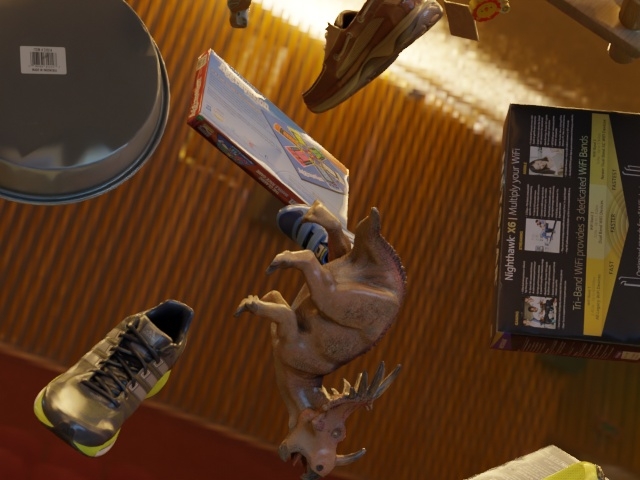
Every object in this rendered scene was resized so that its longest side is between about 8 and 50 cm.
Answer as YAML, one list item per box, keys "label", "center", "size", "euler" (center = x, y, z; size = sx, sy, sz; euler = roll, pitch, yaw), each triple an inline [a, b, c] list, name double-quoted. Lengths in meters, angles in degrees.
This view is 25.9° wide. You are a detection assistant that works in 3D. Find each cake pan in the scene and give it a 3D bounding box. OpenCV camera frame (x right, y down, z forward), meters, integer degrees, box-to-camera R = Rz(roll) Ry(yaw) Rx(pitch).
- label: "cake pan"
  center: [-0.307, -0.183, 1.538]
  size: [0.293, 0.293, 0.054]
  euler: [16, -25, -11]

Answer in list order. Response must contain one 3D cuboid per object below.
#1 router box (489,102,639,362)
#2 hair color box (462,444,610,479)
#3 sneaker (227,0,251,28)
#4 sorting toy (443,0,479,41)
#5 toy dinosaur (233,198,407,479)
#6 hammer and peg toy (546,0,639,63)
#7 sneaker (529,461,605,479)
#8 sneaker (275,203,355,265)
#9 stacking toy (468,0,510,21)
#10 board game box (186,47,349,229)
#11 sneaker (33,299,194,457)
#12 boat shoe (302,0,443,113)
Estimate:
- label: "router box"
  center: [0.342, -0.009, 1.728]
  size: [0.243, 0.308, 0.081]
  euler: [6, -19, 2]
- label: "hair color box"
  center: [0.183, 0.373, 1.625]
  size: [0.347, 0.174, 0.105]
  euler: [-12, 31, -43]
- label: "sneaker"
  center: [-0.105, -0.310, 1.790]
  size: [0.032, 0.037, 0.083]
  euler: [6, -28, -7]
- label: "sorting toy"
  center: [0.204, -0.331, 2.020]
  size: [0.062, 0.012, 0.083]
  euler: [26, -38, 46]
- label: "toy dinosaur"
  center: [0.024, 0.088, 1.461]
  size: [0.200, 0.127, 0.295]
  euler: [35, -65, -2]
- label: "hammer and peg toy"
  center: [0.383, -0.405, 1.699]
  size: [0.266, 0.361, 0.127]
  euler: [37, -22, 16]
- label: "sneaker"
  center: [0.158, 0.253, 1.246]
  size: [0.208, 0.081, 0.094]
  euler: [-36, -70, 17]
- label: "sneaker"
  center: [0.000, 0.000, 1.756]
  size: [0.144, 0.053, 0.059]
  euler: [29, 26, 19]
- label: "stacking toy"
  center: [0.274, -0.385, 1.790]
  size: [0.221, 0.167, 0.052]
  euler: [-21, -37, 6]
- label: "board game box"
  center: [-0.065, -0.124, 1.875]
  size: [0.027, 0.145, 0.281]
  euler: [-32, -56, 30]
- label: "sneaker"
  center: [-0.243, 0.153, 1.676]
  size: [0.111, 0.300, 0.121]
  euler: [36, -64, -1]
- label: "boat shoe"
  center: [0.066, -0.321, 2.246]
  size: [0.116, 0.123, 0.324]
  euler: [50, -46, -1]
